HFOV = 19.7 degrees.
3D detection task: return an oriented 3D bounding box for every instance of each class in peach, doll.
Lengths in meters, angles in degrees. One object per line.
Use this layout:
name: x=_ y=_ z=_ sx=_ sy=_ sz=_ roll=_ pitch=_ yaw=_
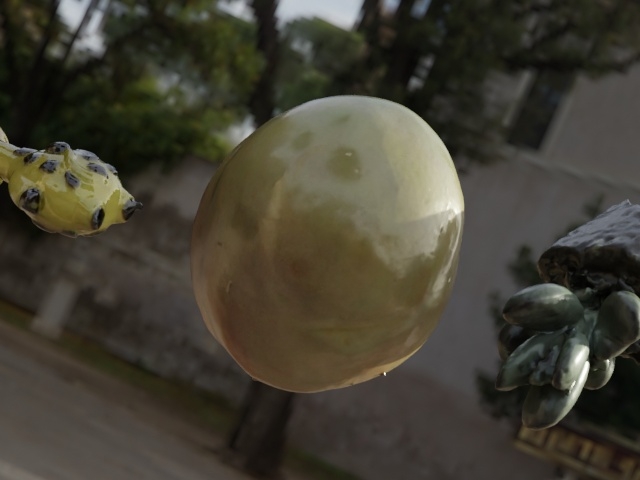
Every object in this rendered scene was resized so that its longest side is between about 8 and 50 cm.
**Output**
peach: x=0.000 y=0.000 z=1.756 sx=0.247 sy=0.292 sz=0.292 roll=42 pitch=-13 yaw=-29
doll: x=-0.292 y=-0.068 z=1.703 sx=0.291 sy=0.086 sz=0.117 roll=21 pitch=17 yaw=33

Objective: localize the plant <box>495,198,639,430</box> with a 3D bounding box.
plant: x=0.260 y=0.072 z=1.716 sx=0.149 sy=0.274 sz=0.146 roll=-14 pitch=-77 yaw=43
